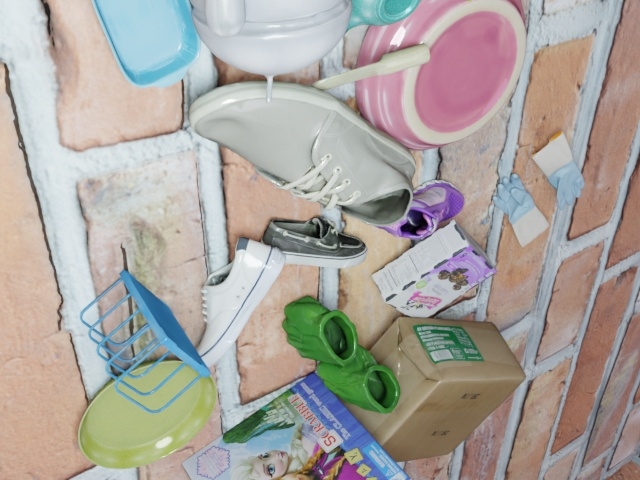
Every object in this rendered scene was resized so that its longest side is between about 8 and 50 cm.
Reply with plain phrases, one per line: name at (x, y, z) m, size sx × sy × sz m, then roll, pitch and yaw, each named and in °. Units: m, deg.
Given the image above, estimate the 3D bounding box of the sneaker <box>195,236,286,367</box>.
sneaker at (-0.155, 0.097, 1.205) m, size 0.091 × 0.094 × 0.258 m, roll 30°, pitch 113°, yaw -10°

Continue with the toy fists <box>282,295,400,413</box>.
toy fists at (0.034, 0.213, 1.374) m, size 0.279 × 0.142 × 0.096 m, roll 52°, pitch 59°, yaw -29°

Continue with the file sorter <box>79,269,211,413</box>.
file sorter at (-0.263, 0.152, 1.084) m, size 0.104 × 0.170 × 0.118 m, roll -42°, pitch 137°, yaw -4°

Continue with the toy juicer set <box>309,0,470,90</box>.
toy juicer set at (0.117, -0.347, 1.002) m, size 0.209 × 0.090 × 0.329 m, roll -8°, pitch 144°, yaw -33°

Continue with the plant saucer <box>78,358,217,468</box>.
plant saucer at (-0.293, 0.287, 1.245) m, size 0.240 × 0.037 × 0.241 m, roll -19°, pitch 132°, yaw -23°

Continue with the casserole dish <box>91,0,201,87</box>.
casserole dish at (-0.218, -0.278, 0.907) m, size 0.114 × 0.037 × 0.188 m, roll -32°, pitch 134°, yaw -17°

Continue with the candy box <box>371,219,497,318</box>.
candy box at (0.225, 0.066, 1.446) m, size 0.196 × 0.070 × 0.165 m, roll -36°, pitch 145°, yaw 16°

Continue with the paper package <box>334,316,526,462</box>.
paper package at (0.226, 0.319, 1.568) m, size 0.324 × 0.168 × 0.309 m, roll 8°, pitch 128°, yaw -42°

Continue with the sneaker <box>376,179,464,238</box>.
sneaker at (0.188, -0.048, 1.360) m, size 0.236 × 0.104 × 0.095 m, roll -8°, pitch 123°, yaw -37°

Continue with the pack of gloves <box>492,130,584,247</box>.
pack of gloves at (0.470, -0.114, 1.604) m, size 0.195 × 0.046 × 0.232 m, roll -39°, pitch 135°, yaw 6°

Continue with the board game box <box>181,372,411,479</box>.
board game box at (-0.048, 0.441, 1.362) m, size 0.318 × 0.318 × 0.066 m, roll -33°, pitch 134°, yaw -18°

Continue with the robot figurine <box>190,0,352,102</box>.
robot figurine at (-0.063, -0.348, 0.860) m, size 0.300 × 0.199 × 0.354 m, roll -58°, pitch 153°, yaw -46°

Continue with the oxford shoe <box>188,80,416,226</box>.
oxford shoe at (0.001, -0.117, 1.100) m, size 0.169 × 0.130 × 0.449 m, roll -20°, pitch 155°, yaw 37°

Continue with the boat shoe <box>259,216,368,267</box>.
boat shoe at (0.000, 0.000, 1.258) m, size 0.219 × 0.078 × 0.070 m, roll 1°, pitch 120°, yaw -38°

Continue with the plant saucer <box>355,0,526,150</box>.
plant saucer at (0.214, -0.286, 1.205) m, size 0.332 × 0.084 × 0.332 m, roll -20°, pitch 133°, yaw -23°
